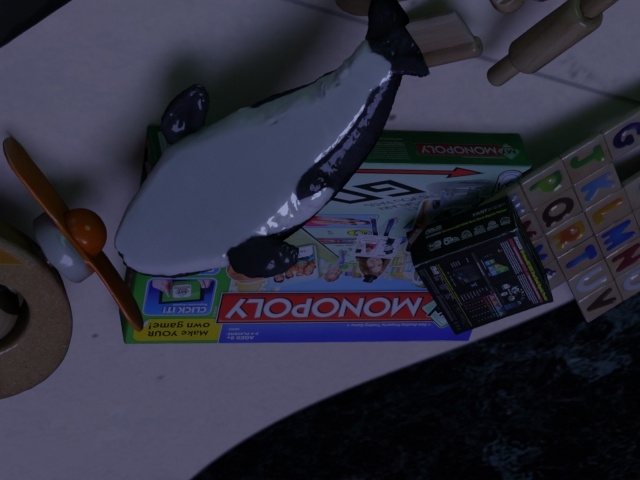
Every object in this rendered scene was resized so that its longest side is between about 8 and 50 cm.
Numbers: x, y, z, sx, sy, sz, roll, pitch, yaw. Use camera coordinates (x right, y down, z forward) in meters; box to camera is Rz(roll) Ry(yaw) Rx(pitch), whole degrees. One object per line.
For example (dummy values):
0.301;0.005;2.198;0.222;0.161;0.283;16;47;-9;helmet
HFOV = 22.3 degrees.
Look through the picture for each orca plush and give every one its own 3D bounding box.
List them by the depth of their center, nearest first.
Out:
-0.030;-0.074;1.228;0.287;0.151;0.102;-52;169;19;orca plush

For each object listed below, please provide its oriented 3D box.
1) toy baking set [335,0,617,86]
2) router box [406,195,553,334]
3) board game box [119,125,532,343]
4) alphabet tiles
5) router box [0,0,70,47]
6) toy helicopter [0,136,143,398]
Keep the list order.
0.114;-0.184;1.161;0.196;0.030;0.256;22;151;-26;toy baking set
0.135;0.022;1.361;0.092;0.038;0.122;-19;143;12;router box
0.000;0.000;1.375;0.317;0.046;0.213;0;133;-16;board game box
0.255;-0.017;1.422;0.198;0.009;0.237;-32;140;2;alphabet tiles
-0.174;-0.302;0.920;0.243;0.081;0.309;-34;126;-6;router box
-0.269;-0.006;1.231;0.235;0.140;0.355;-12;134;-7;toy helicopter
